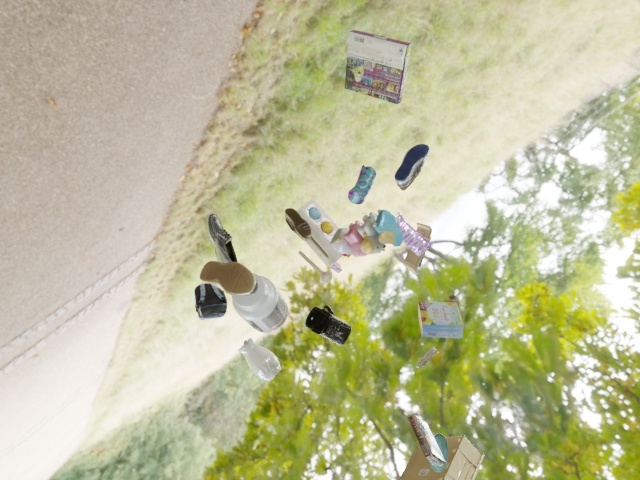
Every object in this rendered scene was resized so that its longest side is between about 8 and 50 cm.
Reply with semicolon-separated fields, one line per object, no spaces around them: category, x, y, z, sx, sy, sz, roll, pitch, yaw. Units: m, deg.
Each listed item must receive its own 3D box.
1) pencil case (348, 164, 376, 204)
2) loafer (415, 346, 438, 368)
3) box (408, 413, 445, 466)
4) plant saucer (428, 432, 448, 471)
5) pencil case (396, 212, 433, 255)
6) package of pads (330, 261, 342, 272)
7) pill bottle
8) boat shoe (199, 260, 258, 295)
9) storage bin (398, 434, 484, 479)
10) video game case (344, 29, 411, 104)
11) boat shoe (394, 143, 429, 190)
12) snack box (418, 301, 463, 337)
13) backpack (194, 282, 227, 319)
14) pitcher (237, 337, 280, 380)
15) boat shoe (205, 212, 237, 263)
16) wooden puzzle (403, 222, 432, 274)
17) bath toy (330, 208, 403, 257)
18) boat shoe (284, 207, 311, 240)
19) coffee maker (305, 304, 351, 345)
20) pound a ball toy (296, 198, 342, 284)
pencil case;0.156;-0.208;1.718;0.064;0.070;0.152;-30;-153;52
loafer;0.490;0.544;2.109;0.125;0.039;0.045;-47;168;-3
box;0.328;0.616;1.422;0.027;0.094;0.137;-39;-145;12
plant saucer;0.387;0.707;1.538;0.021;0.119;0.119;-12;-151;43
pencil case;0.397;-0.023;2.041;0.086;0.206;0.088;-40;169;-49
package of pads;0.068;0.121;2.242;0.032;0.050;0.083;-38;138;15
pill bottle;-0.239;0.240;1.792;0.176;0.176;0.318;-55;160;-16
boat shoe;-0.291;0.130;1.532;0.092;0.285;0.103;33;70;-44
storage bin;0.477;0.928;1.848;0.260;0.123;0.262;-43;-175;-40
video game case;0.200;-0.625;1.661;0.042;0.232;0.210;-42;147;-41
boat shoe;0.299;-0.241;1.511;0.183;0.066;0.066;-51;145;-20
snack box;0.524;0.346;2.025;0.207;0.174;0.070;-70;159;-67
backpack;-0.554;0.295;2.307;0.158;0.173;0.117;-8;129;-21
pitcher;-0.287;0.547;2.147;0.125;0.207;0.178;-44;-178;-7
boat shoe;-0.367;0.000;1.746;0.080;0.073;0.224;-46;125;-62
wooden puzzle;0.480;0.038;2.246;0.221;0.044;0.239;-122;-132;-83
bath toy;0.164;-0.001;1.736;0.348;0.129;0.151;-21;-141;60
boat shoe;-0.078;-0.050;1.603;0.056;0.152;0.049;-16;143;-24
coffee maker;0.046;0.375;1.938;0.120;0.171;0.178;-45;136;8
pound a ball toy;0.000;0.000;1.962;0.208;0.319;0.136;-39;177;-35
